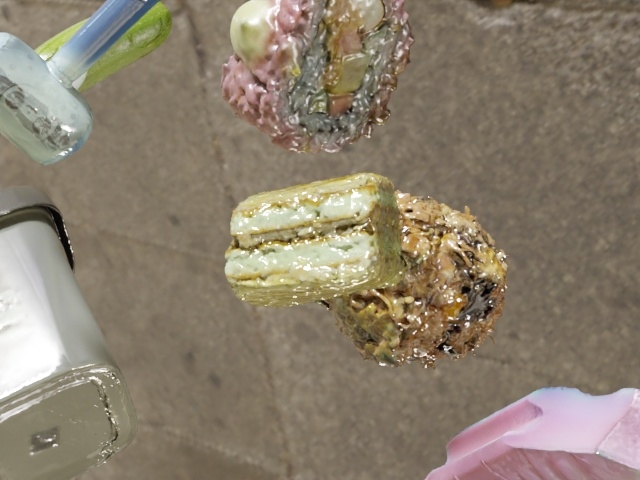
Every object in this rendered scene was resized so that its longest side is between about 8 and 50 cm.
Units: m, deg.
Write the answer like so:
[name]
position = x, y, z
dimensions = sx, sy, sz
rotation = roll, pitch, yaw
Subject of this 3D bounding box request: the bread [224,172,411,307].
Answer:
[bread]
position = 0.000, 0.000, 1.086
dimensions = 0.138, 0.196, 0.102
rotation = -14, 86, 12

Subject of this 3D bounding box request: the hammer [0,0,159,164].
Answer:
[hammer]
position = -0.194, -0.156, 1.023
dimensions = 0.116, 0.194, 0.069
rotation = 44, -170, -26

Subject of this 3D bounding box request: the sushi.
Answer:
[sushi]
position = -0.016, -0.260, 1.689
dimensions = 0.171, 0.236, 0.270
rotation = 42, 119, 44

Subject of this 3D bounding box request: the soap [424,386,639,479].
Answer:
[soap]
position = 0.298, 0.287, 1.560
dimensions = 0.193, 0.109, 0.324
rotation = 44, 139, -5

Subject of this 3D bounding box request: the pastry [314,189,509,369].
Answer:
[pastry]
position = 0.110, 0.060, 1.641
dimensions = 0.274, 0.193, 0.275
rotation = 18, 145, 14

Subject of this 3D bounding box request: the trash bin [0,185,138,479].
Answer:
[trash bin]
position = -0.311, 0.106, 1.249
dimensions = 0.250, 0.219, 0.219
rotation = 53, 162, 35

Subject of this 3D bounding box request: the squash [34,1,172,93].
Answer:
[squash]
position = -0.240, -0.209, 1.373
dimensions = 0.069, 0.239, 0.069
rotation = 16, 125, 25
